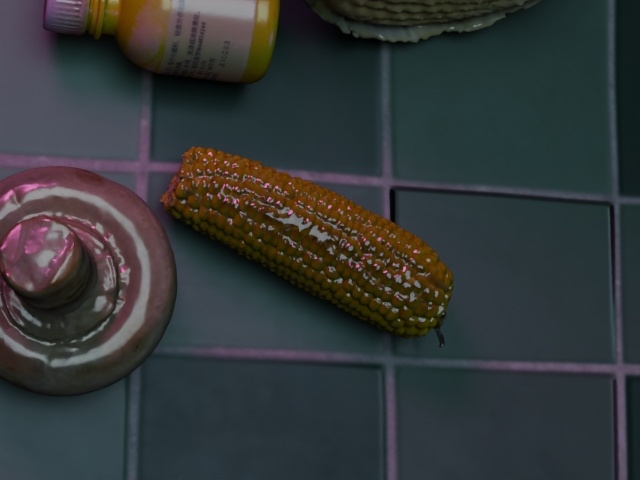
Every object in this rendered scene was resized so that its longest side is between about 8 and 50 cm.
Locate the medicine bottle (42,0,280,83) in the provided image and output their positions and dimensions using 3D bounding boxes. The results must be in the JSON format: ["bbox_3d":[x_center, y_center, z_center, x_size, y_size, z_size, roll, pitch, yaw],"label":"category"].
[{"bbox_3d":[-0.153,-0.219,1.398,0.212,0.122,0.122,5,79,-13],"label":"medicine bottle"}]

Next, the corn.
[{"bbox_3d":[0.000,0.000,1.414,0.310,0.101,0.101,29,74,-7],"label":"corn"}]

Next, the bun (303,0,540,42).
[{"bbox_3d":[0.130,-0.349,1.386,0.364,0.364,0.202,-7,70,-16],"label":"bun"}]

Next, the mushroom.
[{"bbox_3d":[-0.224,0.022,1.304,0.206,0.209,0.206,11,51,-14],"label":"mushroom"}]
